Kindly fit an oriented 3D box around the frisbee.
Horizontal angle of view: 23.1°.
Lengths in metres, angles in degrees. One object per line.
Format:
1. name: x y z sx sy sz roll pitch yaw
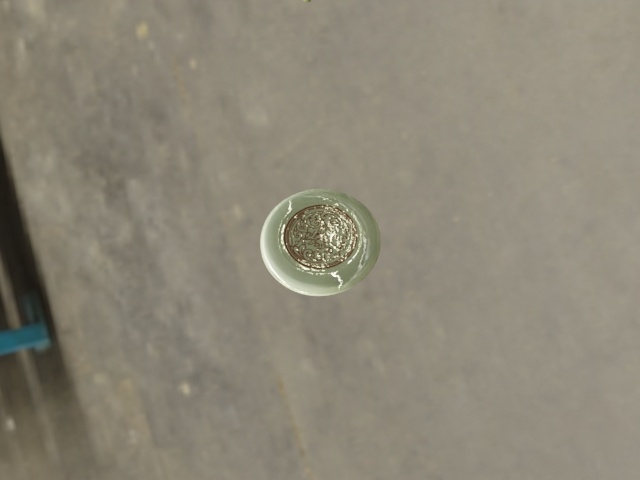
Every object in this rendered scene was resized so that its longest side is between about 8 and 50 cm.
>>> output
1. frisbee: 0.000 0.000 1.422 0.110 0.110 0.014 54 165 26
